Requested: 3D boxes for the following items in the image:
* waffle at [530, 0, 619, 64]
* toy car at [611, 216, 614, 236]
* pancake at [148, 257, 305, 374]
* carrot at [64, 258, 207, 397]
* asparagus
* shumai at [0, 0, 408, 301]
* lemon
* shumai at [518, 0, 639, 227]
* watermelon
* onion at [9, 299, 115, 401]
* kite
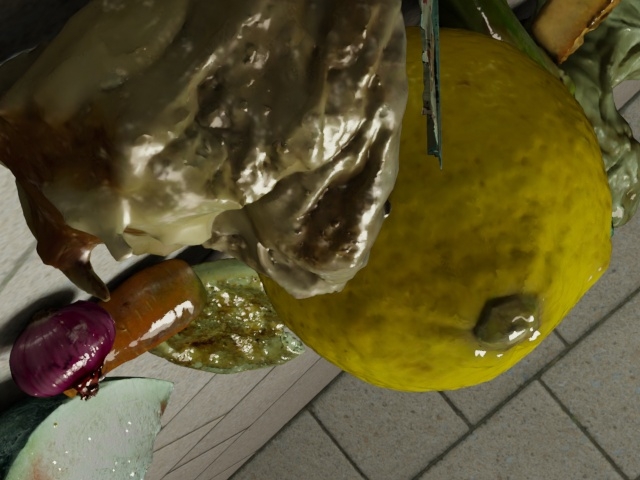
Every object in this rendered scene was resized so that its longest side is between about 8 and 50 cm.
[{"bbox_3d":[0.388,-0.380,1.200,0.304,0.077,0.348,-45,172,-40],"label":"waffle"},{"bbox_3d":[0.173,0.023,1.248,0.321,0.141,0.097,-29,134,7],"label":"toy car"},{"bbox_3d":[-0.112,0.100,1.322,0.254,0.037,0.253,-5,146,-4],"label":"pancake"},{"bbox_3d":[-0.216,0.093,1.174,0.193,0.087,0.087,-34,167,-14],"label":"carrot"},{"bbox_3d":[0.188,-0.212,1.150,0.082,0.085,0.343,-39,140,14],"label":"asparagus"},{"bbox_3d":[-0.101,-0.109,0.669,0.262,0.267,0.314,-3,121,-22],"label":"shumai"},{"bbox_3d":[0.100,-0.025,1.025,0.350,0.387,0.350,-8,130,-10],"label":"lemon"},{"bbox_3d":[0.307,-0.203,1.388,0.330,0.292,0.288,15,115,-37],"label":"shumai"},{"bbox_3d":[-0.323,0.293,1.255,0.289,0.213,0.320,-32,-175,26],"label":"watermelon"},{"bbox_3d":[-0.254,0.114,1.079,0.115,0.104,0.115,-33,-176,3],"label":"onion"},{"bbox_3d":[0.042,-0.222,0.567,0.368,0.014,0.406,-76,160,-52],"label":"kite"}]
